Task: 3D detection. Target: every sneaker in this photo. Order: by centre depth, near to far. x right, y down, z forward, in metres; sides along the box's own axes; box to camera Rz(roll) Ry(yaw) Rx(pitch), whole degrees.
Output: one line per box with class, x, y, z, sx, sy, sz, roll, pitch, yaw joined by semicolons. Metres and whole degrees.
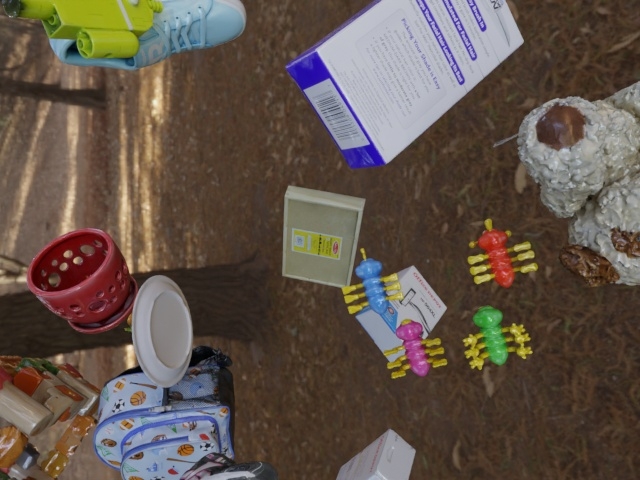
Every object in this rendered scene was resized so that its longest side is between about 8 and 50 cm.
sneaker;-0.118;0.272;0.615;0.178;0.072;0.077;-28;23;29
sneaker;-0.313;-0.376;1.015;0.135;0.366;0.150;99;157;-59

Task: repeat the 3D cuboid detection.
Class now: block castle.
block castle;-0.659;0.403;1.141;0.303;0.213;0.453;-56;-4;-14

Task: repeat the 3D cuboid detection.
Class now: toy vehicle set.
toy vehicle set;0.000;0.000;1.216;0.266;0.166;0.035;97;-173;-47

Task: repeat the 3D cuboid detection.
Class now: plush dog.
plush dog;0.348;-0.055;0.650;0.210;0.263;0.225;135;118;-77

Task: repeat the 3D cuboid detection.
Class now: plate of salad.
plate of salad;-0.287;0.162;0.970;0.200;0.048;0.199;-10;-90;-77

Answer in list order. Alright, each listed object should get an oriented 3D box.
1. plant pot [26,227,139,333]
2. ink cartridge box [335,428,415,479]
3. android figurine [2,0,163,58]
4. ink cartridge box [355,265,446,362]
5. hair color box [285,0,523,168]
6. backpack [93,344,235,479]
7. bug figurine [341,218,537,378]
plant pot;-0.512;0.095;1.192;0.174;0.191;0.191;77;169;-48
ink cartridge box;0.069;0.333;0.750;0.052;0.088;0.122;39;120;1
android figurine;-0.362;-0.396;0.832;0.056;0.273;0.248;-20;93;36
ink cartridge box;0.204;0.179;1.341;0.148;0.203;0.086;52;137;-3
hair color box;0.136;-0.282;0.813;0.185;0.339;0.110;55;161;-20
backpack;-0.305;0.370;1.066;0.213;0.264;0.276;-95;7;-55
bug figurine;0.184;0.094;0.815;0.072;0.279;0.216;-2;-102;-78
